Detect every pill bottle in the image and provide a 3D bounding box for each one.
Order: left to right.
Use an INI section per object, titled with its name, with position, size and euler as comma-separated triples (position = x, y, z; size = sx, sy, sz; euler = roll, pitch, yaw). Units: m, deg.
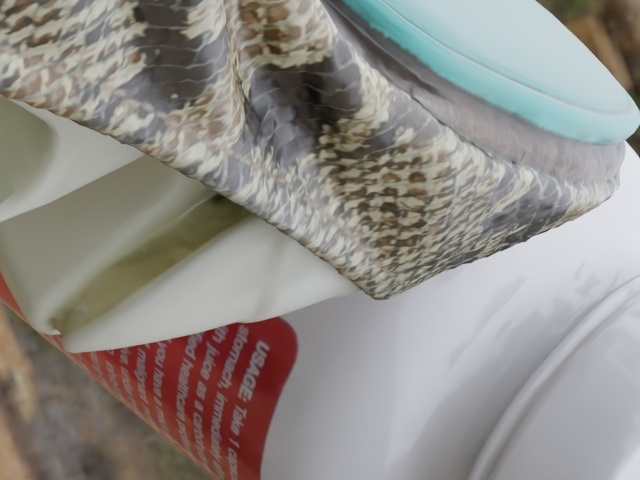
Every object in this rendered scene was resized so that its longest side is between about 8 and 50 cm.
[pill bottle]
position = 0.000, 0.000, 0.903
size = 0.407, 0.229, 0.229
euler = 37, -14, 28

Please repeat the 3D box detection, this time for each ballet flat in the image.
[ballet flat]
position = -0.060, -0.056, 0.515
size = 0.164, 0.182, 0.483
euler = 47, 8, 23
